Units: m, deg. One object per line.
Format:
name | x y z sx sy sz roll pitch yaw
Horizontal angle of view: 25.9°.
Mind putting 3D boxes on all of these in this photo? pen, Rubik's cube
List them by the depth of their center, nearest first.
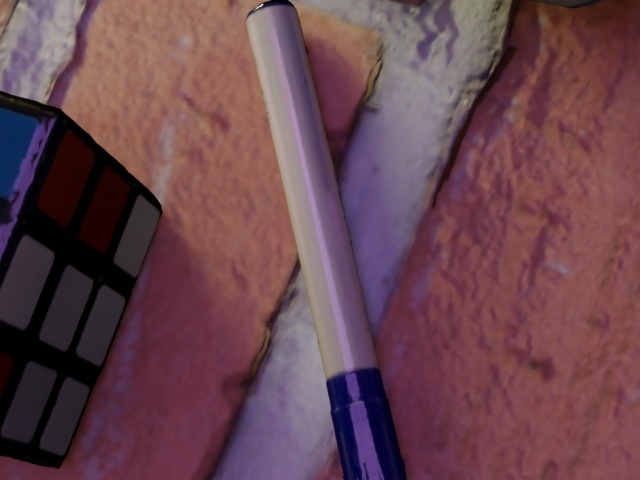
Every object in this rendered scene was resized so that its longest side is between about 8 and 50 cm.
Rubik's cube | -0.196 0.010 0.702 0.161 0.163 0.162 17 79 15
pen | 0.001 0.000 0.729 0.033 0.033 0.269 -15 75 9

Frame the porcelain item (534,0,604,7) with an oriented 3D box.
porcelain item | 0.130 -0.266 0.622 0.286 0.157 0.281 -10 72 54
